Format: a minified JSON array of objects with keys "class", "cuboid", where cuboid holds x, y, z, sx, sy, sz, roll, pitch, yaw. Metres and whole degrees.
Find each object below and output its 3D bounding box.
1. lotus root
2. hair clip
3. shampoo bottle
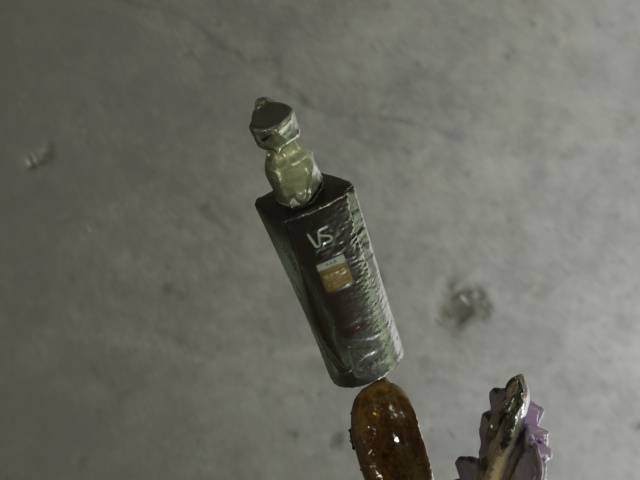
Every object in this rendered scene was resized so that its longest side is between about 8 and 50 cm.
[{"class":"lotus root","cuboid":[0.040,0.119,1.032,0.037,0.030,0.083,-14,82,-14]},{"class":"hair clip","cuboid":[0.123,0.203,1.420,0.085,0.106,0.292,7,134,-12]},{"class":"shampoo bottle","cuboid":[-0.001,0.001,1.229,0.057,0.063,0.207,-29,120,-16]}]
